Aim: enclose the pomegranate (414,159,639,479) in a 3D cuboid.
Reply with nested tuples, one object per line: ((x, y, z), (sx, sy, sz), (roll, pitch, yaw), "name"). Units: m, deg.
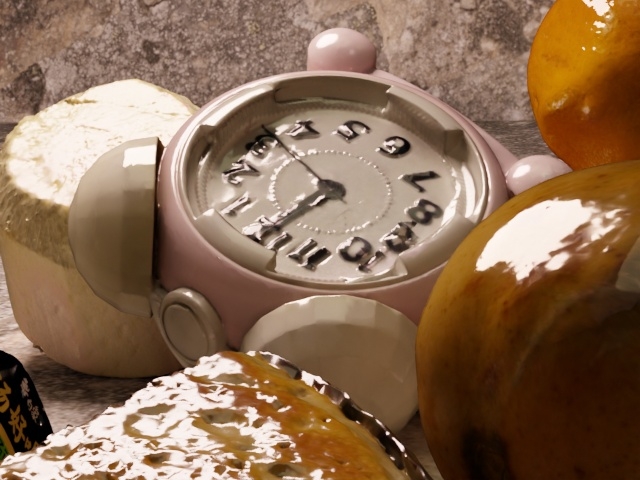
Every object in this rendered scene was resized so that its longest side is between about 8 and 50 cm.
((0.199, 0.085, 1.142), (0.307, 0.307, 0.307), (-2, 11, 0), "pomegranate")

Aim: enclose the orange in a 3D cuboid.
((0.323, -0.156, 1.757), (0.249, 0.249, 0.183), (-8, 28, -29), "orange")

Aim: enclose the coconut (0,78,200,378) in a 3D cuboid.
((-0.179, 0.003, 1.739), (0.239, 0.244, 0.239), (-4, 42, 4), "coconut")

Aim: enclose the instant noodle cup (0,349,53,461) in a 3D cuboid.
((-0.253, 0.152, 1.220), (0.122, 0.151, 0.151), (-11, 7, 21), "instant noodle cup")

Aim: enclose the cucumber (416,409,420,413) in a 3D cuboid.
((0.111, 0.131, 1.514), (0.032, 0.032, 0.133), (-13, 14, -43), "cucumber")

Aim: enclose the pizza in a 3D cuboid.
((-0.111, 0.194, 0.986), (0.406, 0.130, 0.440), (-6, 22, -16), "pizza")

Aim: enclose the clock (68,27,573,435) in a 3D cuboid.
((0.000, 0.000, 1.536), (0.342, 0.184, 0.326), (31, 45, 31), "clock")
